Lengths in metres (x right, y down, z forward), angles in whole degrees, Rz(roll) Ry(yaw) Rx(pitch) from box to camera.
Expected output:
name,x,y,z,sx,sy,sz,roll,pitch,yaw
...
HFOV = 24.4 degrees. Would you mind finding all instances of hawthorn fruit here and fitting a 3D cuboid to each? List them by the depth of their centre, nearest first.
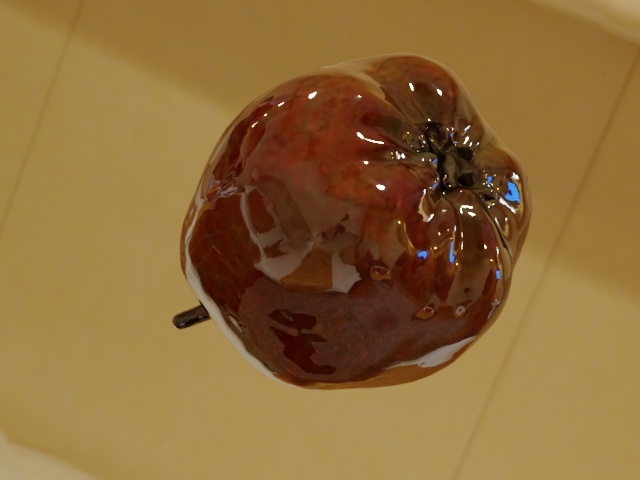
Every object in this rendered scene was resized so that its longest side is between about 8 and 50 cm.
name,x,y,z,sx,sy,sz,roll,pitch,yaw
hawthorn fruit,0.000,0.000,0.918,0.208,0.248,0.208,27,50,-37
